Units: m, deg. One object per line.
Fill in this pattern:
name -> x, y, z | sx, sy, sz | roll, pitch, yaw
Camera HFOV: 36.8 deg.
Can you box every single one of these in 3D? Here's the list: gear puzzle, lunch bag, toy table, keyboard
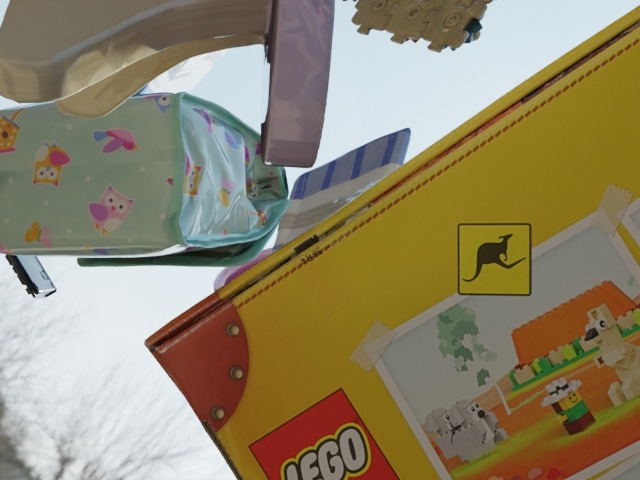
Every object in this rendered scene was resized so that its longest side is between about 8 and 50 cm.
gear puzzle -> 0.140, -0.370, 1.472 | 0.339, 0.175, 0.044 | 27, -11, 47
lunch bag -> -0.170, -0.052, 0.937 | 0.224, 0.160, 0.262 | -1, -1, 18
toy table -> -0.079, -0.164, 0.545 | 0.161, 0.274, 0.252 | 4, -53, -5
keyboard -> -0.486, -0.052, 1.417 | 0.317, 0.033, 0.201 | 59, -3, 0

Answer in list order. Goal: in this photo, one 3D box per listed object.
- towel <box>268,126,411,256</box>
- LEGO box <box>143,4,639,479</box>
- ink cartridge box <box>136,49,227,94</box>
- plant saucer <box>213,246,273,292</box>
towel -> 0.000, 0.000, 1.151 | 0.034, 0.285, 0.209 | 38, -35, -25
LEGO box -> 0.212, 0.076, 0.586 | 0.372, 0.500, 0.193 | 58, 12, 6
ink cartridge box -> -0.223, -0.307, 1.402 | 0.129, 0.307, 0.223 | 41, -2, 3
plant saucer -> 0.003, 0.080, 1.485 | 0.332, 0.332, 0.084 | 12, -66, 48
